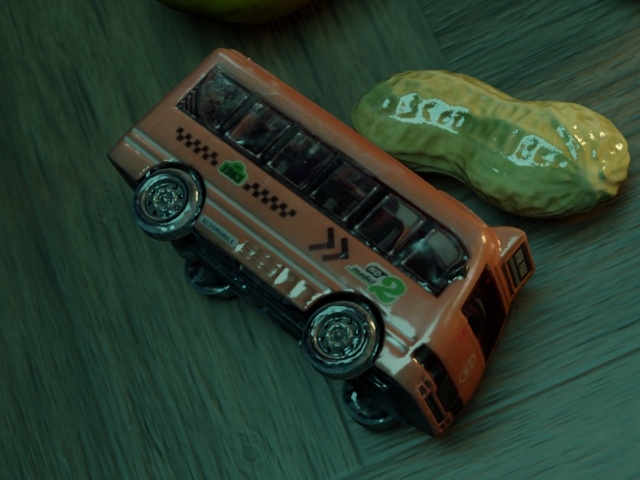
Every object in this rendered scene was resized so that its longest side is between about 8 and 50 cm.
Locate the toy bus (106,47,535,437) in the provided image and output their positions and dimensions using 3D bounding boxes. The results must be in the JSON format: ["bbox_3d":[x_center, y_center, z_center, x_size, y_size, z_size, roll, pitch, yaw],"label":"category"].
[{"bbox_3d":[0.000,0.000,1.608,0.427,0.203,0.233,36,80,25],"label":"toy bus"}]

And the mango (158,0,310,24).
[{"bbox_3d":[-0.054,-0.392,1.735,0.365,0.182,0.253,-36,105,9],"label":"mango"}]

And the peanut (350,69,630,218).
[{"bbox_3d":[0.170,-0.101,1.632,0.298,0.120,0.136,19,34,21],"label":"peanut"}]
